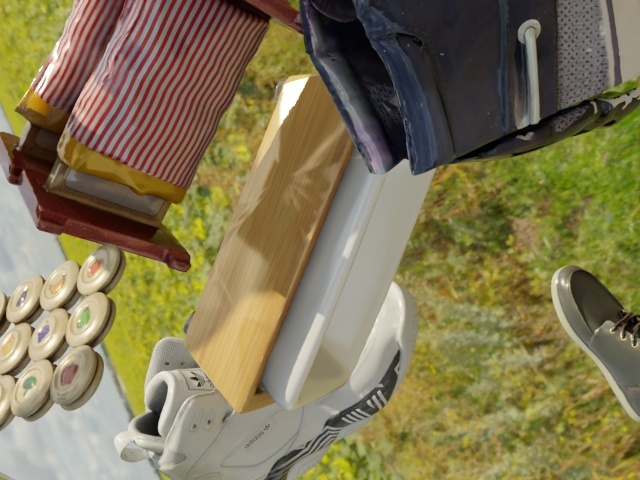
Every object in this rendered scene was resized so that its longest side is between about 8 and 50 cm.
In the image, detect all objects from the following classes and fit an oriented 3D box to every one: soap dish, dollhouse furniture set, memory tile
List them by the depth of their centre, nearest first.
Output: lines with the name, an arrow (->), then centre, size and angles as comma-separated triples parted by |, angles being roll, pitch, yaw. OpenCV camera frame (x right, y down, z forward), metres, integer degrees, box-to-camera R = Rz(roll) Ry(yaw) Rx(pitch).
dollhouse furniture set -> -0.215, -0.134, 0.492 | 0.152, 0.374, 0.201 | 41, 107, 46
memory tile -> -0.183, 0.065, 0.521 | 0.012, 0.148, 0.113 | 40, -140, -39
soap dish -> 0.000, 0.000, 0.748 | 0.118, 0.291, 0.229 | 23, -176, 16

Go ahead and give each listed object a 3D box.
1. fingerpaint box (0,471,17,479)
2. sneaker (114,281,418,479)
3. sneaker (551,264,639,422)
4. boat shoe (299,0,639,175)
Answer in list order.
fingerpaint box -> -0.304, 0.410, 0.921 | 0.445, 0.163, 0.371 | 26, 168, -3
sneaker -> -0.060, 0.161, 0.946 | 0.210, 0.366, 0.137 | 38, -171, -39
sneaker -> 0.384, 0.111, 1.005 | 0.222, 0.083, 0.118 | 56, 149, 7
boat shoe -> 0.051, -0.193, 0.410 | 0.127, 0.158, 0.340 | 6, 119, 67
